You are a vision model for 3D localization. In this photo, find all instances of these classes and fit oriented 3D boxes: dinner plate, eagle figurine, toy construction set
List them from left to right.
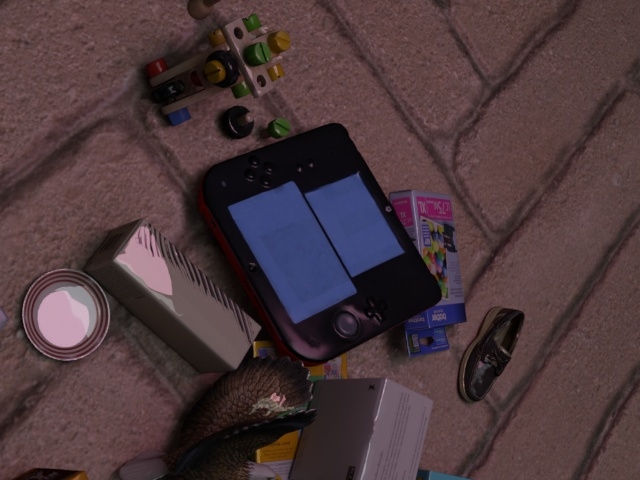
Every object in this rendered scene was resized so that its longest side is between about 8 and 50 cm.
[{"bbox_3d":[-0.391,0.114,1.557,0.141,0.017,0.141,8,76,-36],"label":"dinner plate"},{"bbox_3d":[-0.139,0.318,1.562,0.225,0.226,0.298,11,111,-53],"label":"eagle figurine"},{"bbox_3d":[-0.138,-0.340,1.689,0.257,0.237,0.309,-4,84,-37],"label":"toy construction set"}]

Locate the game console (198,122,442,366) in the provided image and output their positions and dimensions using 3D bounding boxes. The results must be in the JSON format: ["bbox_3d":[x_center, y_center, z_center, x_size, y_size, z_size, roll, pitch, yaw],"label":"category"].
[{"bbox_3d":[0.000,0.000,1.763,0.342,0.060,0.387,-24,80,-29],"label":"game console"}]

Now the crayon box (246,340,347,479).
[{"bbox_3d":[-0.047,0.333,1.737,0.203,0.083,0.323,3,81,-37],"label":"crayon box"}]

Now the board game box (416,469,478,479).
[{"bbox_3d":[0.228,0.468,1.814,0.336,0.253,0.079,19,72,-33],"label":"board game box"}]

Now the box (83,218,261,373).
[{"bbox_3d":[-0.234,0.094,1.621,0.275,0.113,0.094,46,57,-24],"label":"box"}]

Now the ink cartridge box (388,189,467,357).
[{"bbox_3d":[0.212,0.062,1.958,0.185,0.065,0.311,2,83,-59],"label":"ink cartridge box"}]

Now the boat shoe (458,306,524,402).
[{"bbox_3d":[0.351,0.227,2.061,0.080,0.073,0.224,43,59,-23],"label":"boat shoe"}]

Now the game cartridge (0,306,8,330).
[{"bbox_3d":[-0.591,0.084,1.391,0.297,0.062,0.198,41,56,-24],"label":"game cartridge"}]

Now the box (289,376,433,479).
[{"bbox_3d":[0.067,0.327,1.657,0.119,0.181,0.181,29,66,-32],"label":"box"}]

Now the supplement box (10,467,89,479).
[{"bbox_3d":[-0.379,0.432,1.400,0.129,0.191,0.194,-26,97,-37],"label":"supplement box"}]
